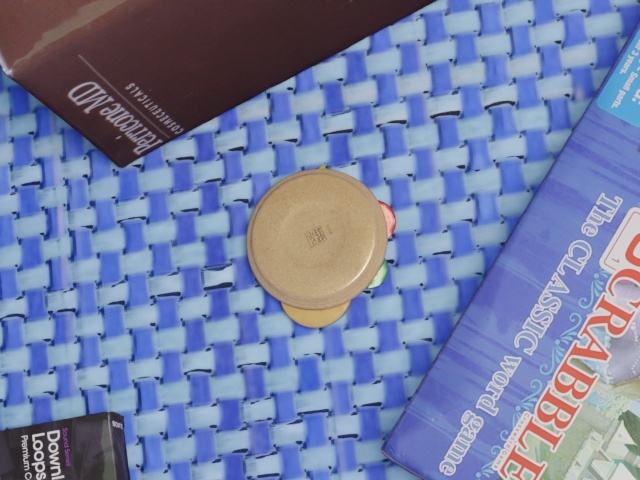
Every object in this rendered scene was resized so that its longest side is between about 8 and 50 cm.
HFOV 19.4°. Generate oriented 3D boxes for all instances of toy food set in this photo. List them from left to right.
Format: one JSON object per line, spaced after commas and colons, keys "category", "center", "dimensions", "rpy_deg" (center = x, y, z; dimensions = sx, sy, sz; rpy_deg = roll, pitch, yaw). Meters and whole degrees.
{"category": "toy food set", "center": [0.000, 0.000, 1.041], "dimensions": [0.082, 0.020, 0.083], "rpy_deg": [-42, 72, 1]}

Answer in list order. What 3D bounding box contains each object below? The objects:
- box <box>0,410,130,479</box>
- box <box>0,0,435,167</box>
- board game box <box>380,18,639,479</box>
{"category": "box", "center": [-0.182, 0.165, 1.041], "dimensions": [0.162, 0.029, 0.116], "rpy_deg": [-12, 76, 9]}
{"category": "box", "center": [0.003, -0.201, 0.997], "dimensions": [0.381, 0.191, 0.143], "rpy_deg": [-26, 74, 6]}
{"category": "board game box", "center": [0.246, 0.056, 0.950], "dimensions": [0.318, 0.066, 0.319], "rpy_deg": [29, 86, 17]}
